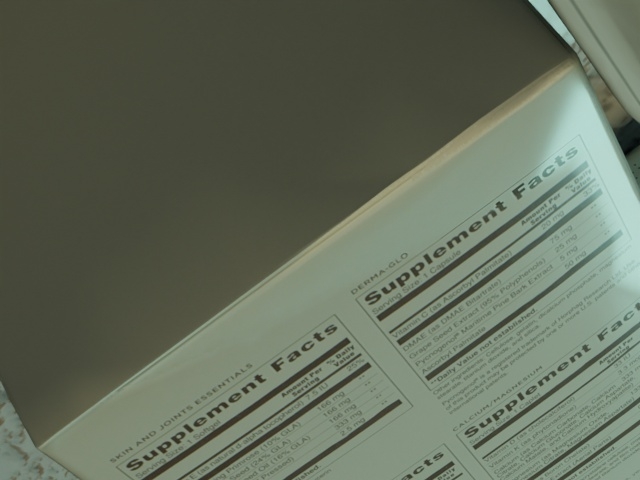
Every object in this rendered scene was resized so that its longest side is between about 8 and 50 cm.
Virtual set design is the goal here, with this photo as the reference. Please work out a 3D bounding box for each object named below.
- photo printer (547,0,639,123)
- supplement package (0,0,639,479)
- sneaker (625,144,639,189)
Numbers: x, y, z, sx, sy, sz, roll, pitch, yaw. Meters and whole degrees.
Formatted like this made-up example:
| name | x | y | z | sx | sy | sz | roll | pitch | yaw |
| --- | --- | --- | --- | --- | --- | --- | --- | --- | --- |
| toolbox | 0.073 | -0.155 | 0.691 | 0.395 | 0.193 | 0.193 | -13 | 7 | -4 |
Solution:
| name | x | y | z | sx | sy | sz | roll | pitch | yaw |
| --- | --- | --- | --- | --- | --- | --- | --- | --- | --- |
| photo printer | 0.067 | -0.179 | 0.461 | 0.107 | 0.256 | 0.307 | -22 | 154 | 17 |
| supplement package | 0.000 | 0.000 | 0.658 | 0.198 | 0.199 | 0.263 | -36 | 144 | 2 |
| sneaker | 0.224 | 0.016 | 0.933 | 0.111 | 0.103 | 0.252 | -42 | 144 | 11 |
